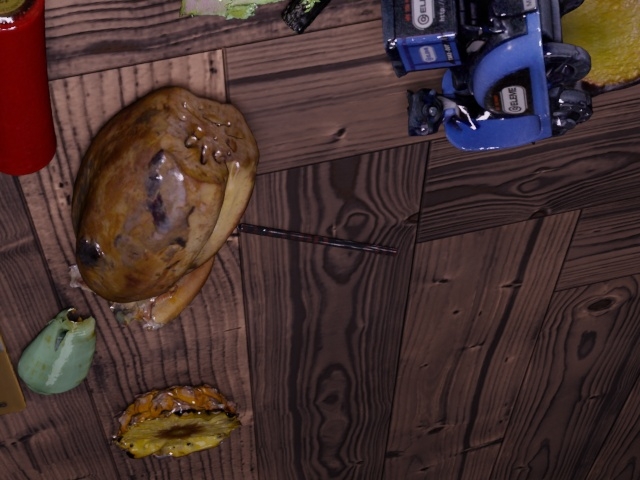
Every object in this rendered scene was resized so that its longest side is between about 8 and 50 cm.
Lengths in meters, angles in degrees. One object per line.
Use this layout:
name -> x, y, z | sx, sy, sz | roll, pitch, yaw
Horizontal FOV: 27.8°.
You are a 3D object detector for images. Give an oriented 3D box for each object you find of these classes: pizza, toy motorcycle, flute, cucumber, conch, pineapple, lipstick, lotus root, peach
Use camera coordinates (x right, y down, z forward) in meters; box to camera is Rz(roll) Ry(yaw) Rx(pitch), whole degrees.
pizza -> -0.235, 0.042, 1.616 | 0.195, 0.185, 0.052 | 2, 125, 23
toy motorcycle -> 0.175, -0.178, 1.352 | 0.212, 0.125, 0.358 | -4, 163, 12
flute -> 0.000, 0.000, 1.740 | 0.269, 0.014, 0.014 | 9, 142, -37
cucumber -> 0.001, -0.254, 1.298 | 0.135, 0.033, 0.034 | -45, 177, 40
conch -> -0.348, 0.151, 1.772 | 0.105, 0.079, 0.170 | -7, 146, -45
pineapple -> -0.228, 0.279, 2.032 | 0.224, 0.076, 0.225 | -10, 151, -6
lipstick -> -0.302, -0.159, 1.264 | 0.080, 0.080, 0.241 | -8, 149, -14
lotus root -> -0.184, -0.030, 1.440 | 0.193, 0.193, 0.291 | 6, 144, -33
peach -> 0.295, -0.251, 1.413 | 0.189, 0.068, 0.279 | -9, 154, 8

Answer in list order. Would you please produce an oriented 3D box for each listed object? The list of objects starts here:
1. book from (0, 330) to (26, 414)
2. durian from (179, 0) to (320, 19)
book -> -0.552, 0.159, 1.718 | 0.268, 0.032, 0.389 | -10, 149, -7
durian -> -0.044, -0.251, 1.196 | 0.215, 0.100, 0.086 | 0, 173, 36
